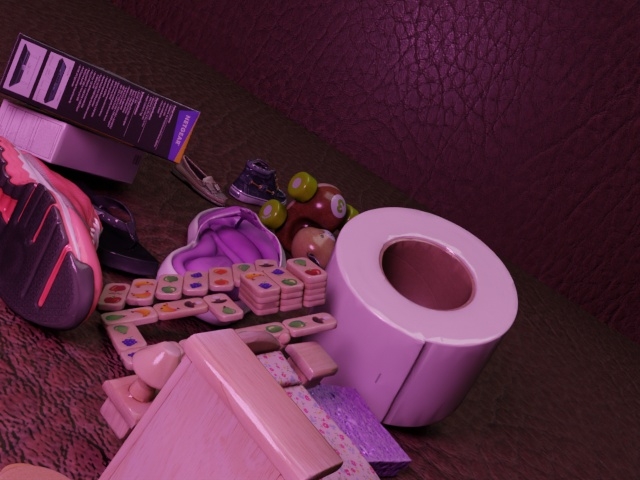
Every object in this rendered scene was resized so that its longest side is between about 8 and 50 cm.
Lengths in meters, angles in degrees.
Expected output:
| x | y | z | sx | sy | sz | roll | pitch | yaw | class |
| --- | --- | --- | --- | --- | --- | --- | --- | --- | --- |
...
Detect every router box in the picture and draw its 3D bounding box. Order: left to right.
| x | y | z | sx | sy | sz | roll | pitch | yaw | class |
| --- | --- | --- | --- | --- | --- | --- | --- | --- | --- |
| -0.329 | -0.203 | 1.123 | 0.242 | 0.081 | 0.309 | 21 | 2 | -24 | router box |

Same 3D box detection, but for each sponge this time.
| x | y | z | sx | sy | sz | roll | pitch | yaw | class |
| --- | --- | --- | --- | --- | --- | --- | --- | --- | --- |
| 0.009 | 0.205 | 0.855 | 0.210 | 0.031 | 0.117 | 21 | 24 | -53 | sponge |

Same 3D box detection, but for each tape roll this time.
| x | y | z | sx | sy | sz | roll | pitch | yaw | class |
| --- | --- | --- | --- | --- | --- | --- | --- | --- | --- |
| 0.113 | 0.097 | 1.029 | 0.246 | 0.169 | 0.246 | 12 | 41 | -10 | tape roll |

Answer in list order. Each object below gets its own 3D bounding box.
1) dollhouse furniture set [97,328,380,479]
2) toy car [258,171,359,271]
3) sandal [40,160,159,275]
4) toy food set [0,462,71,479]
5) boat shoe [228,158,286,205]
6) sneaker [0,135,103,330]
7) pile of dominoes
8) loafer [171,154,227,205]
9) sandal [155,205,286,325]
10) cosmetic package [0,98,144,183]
| x | y | z | sx | sy | sz | roll | pitch | yaw | class |
| --- | --- | --- | --- | --- | --- | --- | --- | --- | --- |
| 0.016 | 0.168 | 0.624 | 0.303 | 0.174 | 0.355 | 47 | 24 | 24 | dollhouse furniture set |
| 0.000 | 0.000 | 1.391 | 0.155 | 0.149 | 0.188 | 34 | 21 | -40 | toy car |
| -0.299 | -0.040 | 1.016 | 0.254 | 0.054 | 0.097 | 40 | 16 | 28 | sandal |
| -0.196 | 0.187 | 0.539 | 0.083 | 0.020 | 0.082 | 34 | 14 | 3 | toy food set |
| -0.111 | -0.117 | 1.627 | 0.065 | 0.083 | 0.183 | 39 | 15 | 23 | boat shoe |
| -0.282 | -0.015 | 0.849 | 0.136 | 0.116 | 0.314 | 20 | 19 | -46 | sneaker |
| -0.119 | 0.059 | 0.867 | 0.251 | 0.040 | 0.196 | -8 | 24 | -28 | pile of dominoes |
| -0.222 | -0.112 | 1.460 | 0.125 | 0.039 | 0.045 | 35 | 13 | 12 | loafer |
| -0.116 | 0.010 | 1.141 | 0.169 | 0.102 | 0.416 | 31 | 16 | -7 | sandal |
| -0.350 | -0.133 | 1.110 | 0.098 | 0.060 | 0.239 | 24 | 2 | 12 | cosmetic package |
